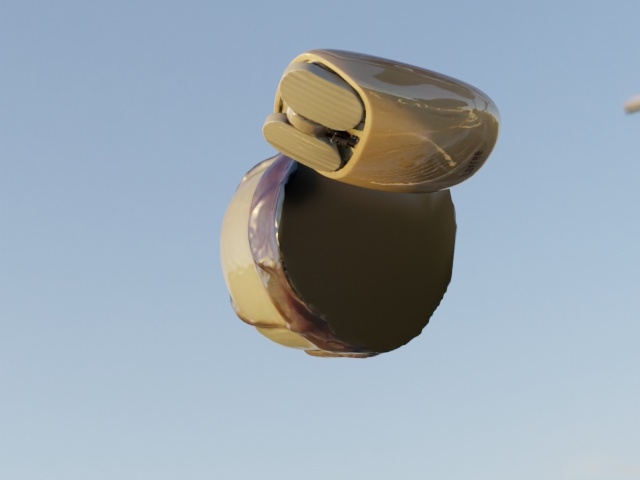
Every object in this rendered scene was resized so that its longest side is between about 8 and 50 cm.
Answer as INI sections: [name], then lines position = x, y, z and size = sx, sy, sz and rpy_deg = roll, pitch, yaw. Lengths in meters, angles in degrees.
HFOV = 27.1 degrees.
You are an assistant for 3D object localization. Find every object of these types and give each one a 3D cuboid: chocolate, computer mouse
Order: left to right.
[chocolate]
position = 0.000, 0.000, 1.555
size = 0.284, 0.283, 0.186
rpy_deg = 12, -10, -40
[computer mouse]
position = 0.064, -0.114, 1.339
size = 0.237, 0.082, 0.145
rpy_deg = 13, -40, -13
